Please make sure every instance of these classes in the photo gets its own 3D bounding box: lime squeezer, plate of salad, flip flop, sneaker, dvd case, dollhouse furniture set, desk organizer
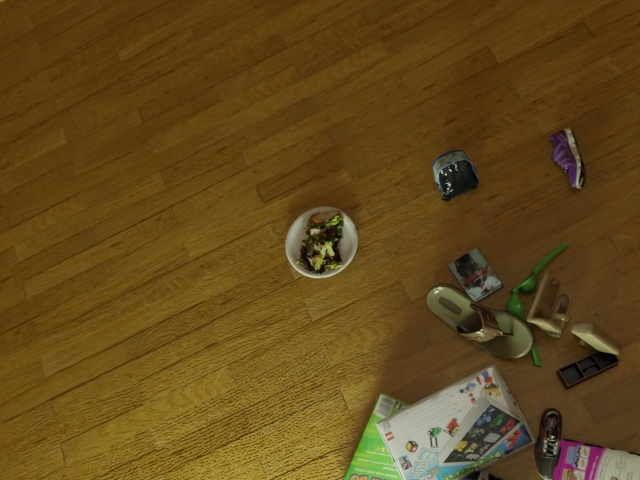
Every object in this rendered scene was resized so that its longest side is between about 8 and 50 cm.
[{"bbox_3d":[0.504,0.132,1.654,0.109,0.059,0.311,13,74,19],"label":"lime squeezer"},{"bbox_3d":[0.000,0.000,1.838,0.199,0.048,0.200,-5,70,12],"label":"plate of salad"},{"bbox_3d":[0.365,0.190,1.637,0.277,0.080,0.112,32,107,24],"label":"flip flop"},{"bbox_3d":[0.502,0.445,1.536,0.061,0.065,0.158,2,71,16],"label":"sneaker"},{"bbox_3d":[0.383,0.087,1.724,0.087,0.013,0.120,-31,67,2],"label":"dvd case"},{"bbox_3d":[0.586,0.162,1.571,0.151,0.144,0.123,3,66,57],"label":"dollhouse furniture set"},{"bbox_3d":[0.618,-0.200,1.749,0.071,0.068,0.170,-20,57,24],"label":"sneaker"},{"bbox_3d":[0.603,0.286,1.574,0.130,0.050,0.047,-27,66,4],"label":"desk organizer"}]

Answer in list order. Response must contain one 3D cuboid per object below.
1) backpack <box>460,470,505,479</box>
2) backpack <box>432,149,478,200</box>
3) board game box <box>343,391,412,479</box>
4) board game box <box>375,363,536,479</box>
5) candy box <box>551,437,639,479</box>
[{"bbox_3d":[0.335,0.581,1.491,0.158,0.117,0.173,23,80,3],"label":"backpack"},{"bbox_3d":[0.337,-0.176,1.776,0.105,0.114,0.084,-24,47,7],"label":"backpack"},{"bbox_3d":[0.147,0.499,1.627,0.124,0.039,0.260,21,75,19],"label":"board game box"},{"bbox_3d":[0.302,0.434,1.577,0.305,0.053,0.193,-26,72,-1],"label":"board game box"},{"bbox_3d":[0.600,0.512,1.428,0.233,0.071,0.159,1,62,42],"label":"candy box"}]
